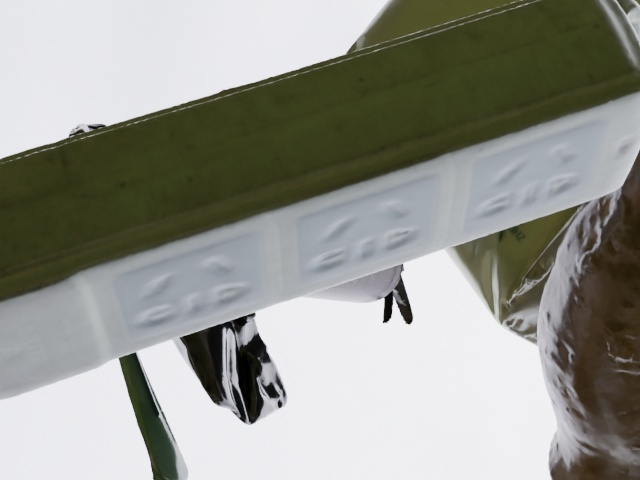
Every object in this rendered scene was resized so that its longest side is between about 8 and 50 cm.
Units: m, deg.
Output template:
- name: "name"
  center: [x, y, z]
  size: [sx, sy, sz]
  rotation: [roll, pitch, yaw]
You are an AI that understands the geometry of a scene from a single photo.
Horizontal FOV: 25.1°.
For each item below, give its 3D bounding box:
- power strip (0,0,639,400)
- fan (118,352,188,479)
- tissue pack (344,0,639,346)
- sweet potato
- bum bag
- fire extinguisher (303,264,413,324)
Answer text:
- name: "power strip"
  center: [-0.010, -0.017, 0.474]
  size: [0.272, 0.078, 0.052]
  rotation: [-17, -118, -9]
- name: "fan"
  center: [-0.133, 0.082, 1.008]
  size: [0.016, 0.038, 0.193]
  rotation: [-27, -107, 16]
- name: "tissue pack"
  center: [0.211, -0.115, 1.198]
  size: [0.297, 0.207, 0.380]
  rotation: [-53, -143, 17]
- name: "sweet potato"
  center: [0.200, 0.032, 0.900]
  size: [0.131, 0.131, 0.336]
  rotation: [21, -47, 34]
- name: "bum bag"
  center: [-0.103, 0.021, 1.036]
  size: [0.060, 0.123, 0.248]
  rotation: [-39, -102, 4]
- name: "fire extinguisher"
  center: [0.000, 0.000, 0.713]
  size: [0.045, 0.157, 0.078]
  rotation: [-11, -102, 34]
